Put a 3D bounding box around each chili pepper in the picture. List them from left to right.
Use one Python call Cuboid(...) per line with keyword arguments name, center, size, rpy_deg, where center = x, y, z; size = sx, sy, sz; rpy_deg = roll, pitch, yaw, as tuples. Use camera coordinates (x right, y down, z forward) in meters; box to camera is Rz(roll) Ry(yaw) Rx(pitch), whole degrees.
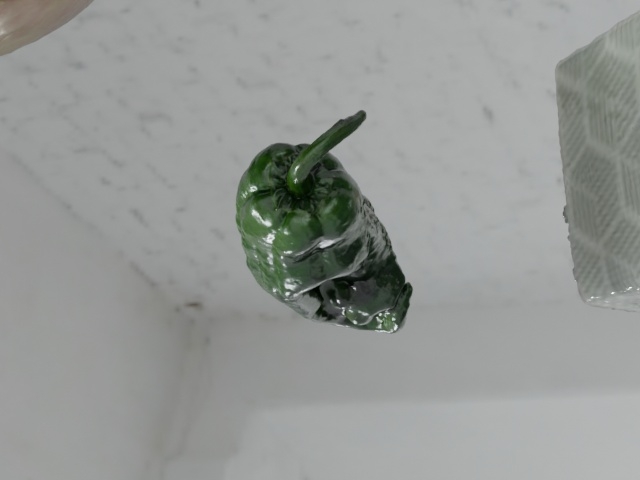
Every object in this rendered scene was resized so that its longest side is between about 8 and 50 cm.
Cuboid(name="chili pepper", center=(0.005, 0.004, 0.915), size=(0.257, 0.100, 0.074), rpy_deg=(55, -158, -70))

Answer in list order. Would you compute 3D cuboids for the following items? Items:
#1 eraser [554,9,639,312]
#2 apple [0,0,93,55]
Cuboid(name="eraser", center=(0.192, -0.054, 0.350), size=(0.404, 0.096, 0.098), rpy_deg=(150, 118, -68))
Cuboid(name="apple", center=(-0.231, -0.235, 0.757), size=(0.277, 0.250, 0.309), rpy_deg=(-9, -108, -57))
